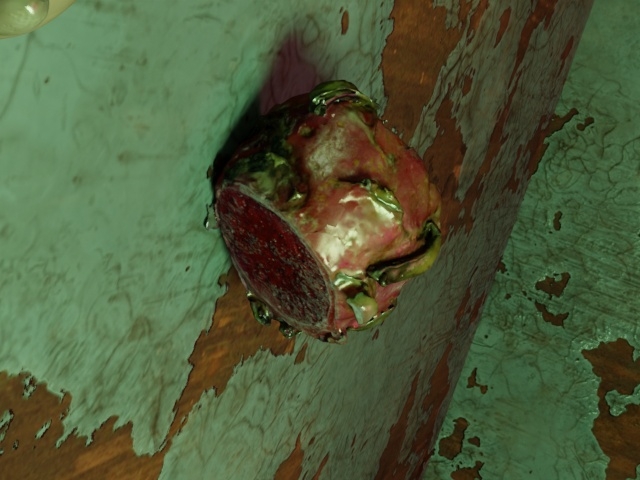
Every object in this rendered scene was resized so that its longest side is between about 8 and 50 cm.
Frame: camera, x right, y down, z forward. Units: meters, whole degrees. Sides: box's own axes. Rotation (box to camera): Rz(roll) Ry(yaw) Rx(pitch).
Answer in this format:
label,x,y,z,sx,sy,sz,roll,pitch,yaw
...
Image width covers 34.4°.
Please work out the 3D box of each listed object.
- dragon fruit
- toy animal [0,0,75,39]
label,x,y,z,sx,sy,sz,roll,pitch,yaw
dragon fruit,0.000,0.000,0.920,0.147,0.211,0.282,-49,150,-35
toy animal,-0.123,-0.202,0.455,0.250,0.154,0.166,-57,136,-15
